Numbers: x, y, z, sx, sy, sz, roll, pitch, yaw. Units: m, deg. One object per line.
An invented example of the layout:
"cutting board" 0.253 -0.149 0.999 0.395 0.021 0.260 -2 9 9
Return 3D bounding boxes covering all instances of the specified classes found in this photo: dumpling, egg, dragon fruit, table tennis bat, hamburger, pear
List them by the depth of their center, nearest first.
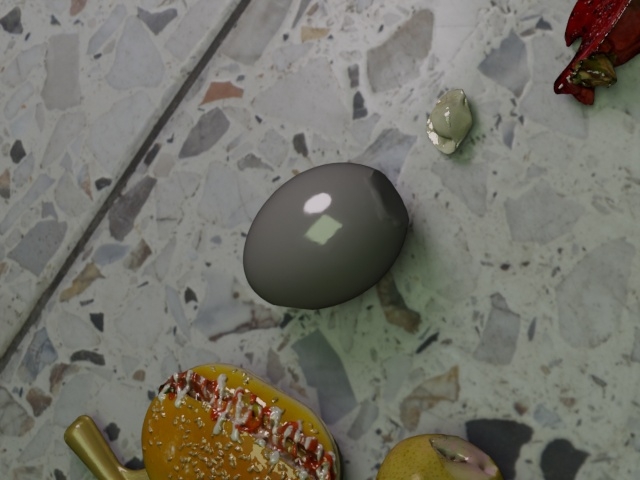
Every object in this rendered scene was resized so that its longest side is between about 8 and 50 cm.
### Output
"dragon fruit" 0.344 -0.263 1.133 0.122 0.092 0.192 39 100 19
"pear" 0.144 0.320 1.134 0.178 0.178 0.178 -1 86 21
"egg" 0.000 0.000 1.203 0.232 0.176 0.176 -35 75 18
"dumpling" 0.171 -0.157 1.224 0.052 0.057 0.076 -22 105 -18
"hamburger" -0.109 0.295 1.241 0.295 0.151 0.227 26 96 17
"table tennis bat" -0.271 0.391 1.350 0.198 0.050 0.321 -43 76 9
